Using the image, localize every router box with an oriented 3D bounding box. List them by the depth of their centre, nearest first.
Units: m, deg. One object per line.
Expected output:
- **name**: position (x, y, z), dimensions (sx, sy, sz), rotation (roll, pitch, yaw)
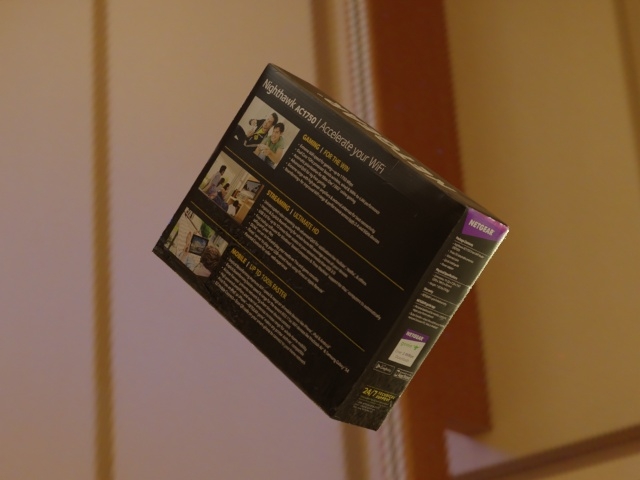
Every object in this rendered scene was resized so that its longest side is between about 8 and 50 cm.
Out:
- **router box**: position (0.000, 0.000, 0.872), dimensions (0.179, 0.046, 0.133), rotation (40, -79, 39)
